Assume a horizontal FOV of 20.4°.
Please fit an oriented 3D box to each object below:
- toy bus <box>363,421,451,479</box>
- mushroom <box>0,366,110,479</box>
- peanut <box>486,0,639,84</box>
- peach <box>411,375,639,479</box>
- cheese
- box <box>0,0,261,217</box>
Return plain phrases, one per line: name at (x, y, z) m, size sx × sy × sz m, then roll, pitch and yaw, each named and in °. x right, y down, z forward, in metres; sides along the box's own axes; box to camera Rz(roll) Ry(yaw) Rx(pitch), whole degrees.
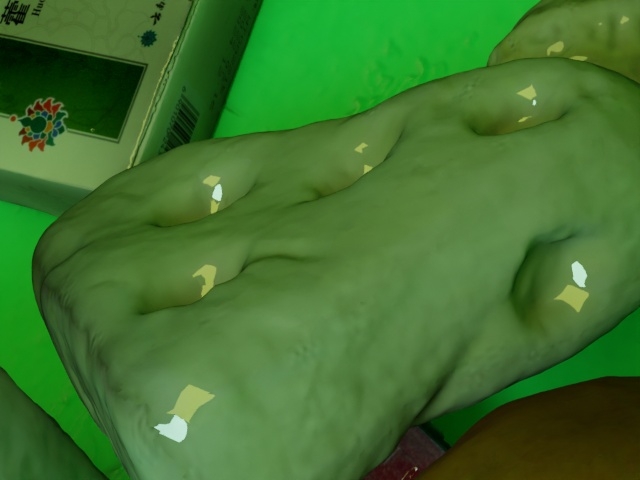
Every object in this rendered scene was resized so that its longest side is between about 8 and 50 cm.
toy bus at (0.014, 0.100, 1.081) m, size 0.065 × 0.077 × 0.192 m, roll -46°, pitch 64°, yaw -3°
mushroom at (-0.320, 0.154, 0.981) m, size 0.314 × 0.397 × 0.224 m, roll 1°, pitch 57°, yaw 23°
peanut at (0.237, -0.118, 1.064) m, size 0.313 × 0.149 × 0.149 m, roll -23°, pitch 66°, yaw 6°
peach at (0.152, 0.239, 0.834) m, size 0.343 × 0.301 × 0.342 m, roll 2°, pitch 114°, yaw 5°
cheese at (0.000, 0.000, 0.995) m, size 0.351 × 0.129 × 0.328 m, roll -32°, pitch 26°, yaw -19°
box at (-0.152, -0.124, 1.207) m, size 0.168 × 0.095 × 0.212 m, roll 12°, pitch 75°, yaw 23°
